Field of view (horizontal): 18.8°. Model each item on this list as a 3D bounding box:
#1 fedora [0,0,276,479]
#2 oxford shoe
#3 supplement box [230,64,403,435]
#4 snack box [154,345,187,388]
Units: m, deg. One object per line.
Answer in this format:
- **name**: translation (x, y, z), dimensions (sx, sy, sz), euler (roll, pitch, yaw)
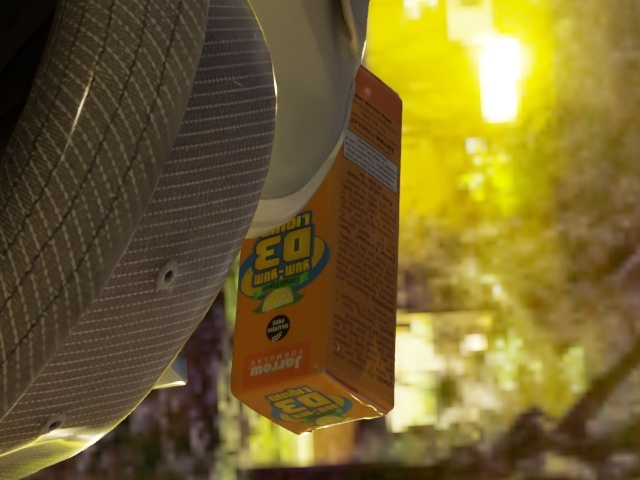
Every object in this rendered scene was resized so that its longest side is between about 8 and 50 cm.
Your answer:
- **fedora**: translation (-0.115, -0.010, 0.519), dimensions (0.275, 0.244, 0.124), euler (-55, 140, 2)
- **oxford shoe**: translation (-0.030, -0.180, 1.112), dimensions (0.130, 0.169, 0.449), euler (-54, -165, 42)
- **supplement box**: translation (0.000, 0.000, 1.233), dimensions (0.080, 0.078, 0.233), euler (33, 49, -46)
- **snack box**: translation (-0.153, -0.093, 0.692), dimensions (0.060, 0.187, 0.322), euler (63, 19, -64)
